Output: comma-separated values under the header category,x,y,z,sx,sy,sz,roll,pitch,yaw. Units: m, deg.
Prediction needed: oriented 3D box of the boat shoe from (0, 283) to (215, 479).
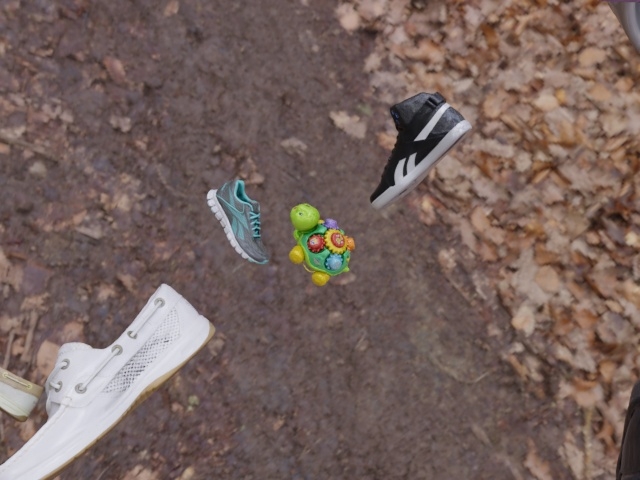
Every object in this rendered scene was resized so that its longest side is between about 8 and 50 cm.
category,x,y,z,sx,sy,sz,roll,pitch,yaw
boat shoe,-0.229,0.145,0.853,0.096,0.098,0.277,49,51,-2

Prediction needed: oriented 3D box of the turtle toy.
category,x,y,z,sx,sy,sz,roll,pitch,yaw
turtle toy,0.000,0.000,1.310,0.130,0.066,0.095,45,48,-9

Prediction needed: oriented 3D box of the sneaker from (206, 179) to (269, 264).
category,x,y,z,sx,sy,sz,roll,pitch,yaw
sneaker,-0.132,-0.036,1.510,0.166,0.076,0.065,56,22,8

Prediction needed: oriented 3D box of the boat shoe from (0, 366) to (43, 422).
category,x,y,z,sx,sy,sz,roll,pitch,yaw
boat shoe,-0.340,0.127,0.858,0.135,0.050,0.045,41,65,-13

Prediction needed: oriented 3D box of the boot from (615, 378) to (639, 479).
category,x,y,z,sx,sy,sz,roll,pitch,yaw
boot,0.391,0.445,1.043,0.445,0.146,0.367,-62,141,-36

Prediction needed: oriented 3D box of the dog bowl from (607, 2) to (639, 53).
category,x,y,z,sx,sy,sz,roll,pitch,yaw
dog bowl,0.552,-0.356,1.130,0.348,0.349,0.102,21,51,-16

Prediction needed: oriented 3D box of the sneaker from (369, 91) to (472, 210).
category,x,y,z,sx,sy,sz,roll,pitch,yaw
sneaker,0.138,-0.158,1.422,0.121,0.217,0.079,51,26,10
